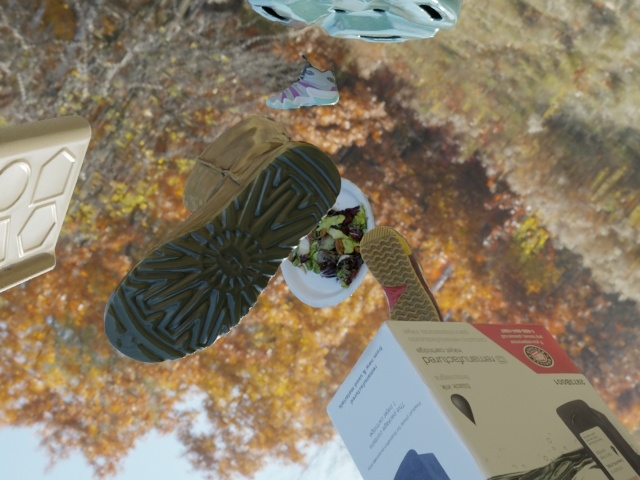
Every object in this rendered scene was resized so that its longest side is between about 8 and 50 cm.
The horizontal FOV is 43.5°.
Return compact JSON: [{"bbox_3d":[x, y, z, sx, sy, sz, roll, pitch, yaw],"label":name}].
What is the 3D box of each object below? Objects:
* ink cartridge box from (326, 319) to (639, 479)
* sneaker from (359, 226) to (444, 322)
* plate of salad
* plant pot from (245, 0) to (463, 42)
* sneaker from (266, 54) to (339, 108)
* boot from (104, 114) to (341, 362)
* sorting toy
[{"bbox_3d":[0.137,0.171,0.533,0.171,0.100,0.237,5,-142,-36],"label":"ink cartridge box"},{"bbox_3d":[0.111,0.069,0.979,0.084,0.069,0.186,0,-110,-69],"label":"sneaker"},{"bbox_3d":[0.000,0.000,1.206,0.048,0.200,0.200,12,-156,-46],"label":"plate of salad"},{"bbox_3d":[0.053,-0.424,0.923,0.340,0.334,0.341,8,-179,0],"label":"plant pot"},{"bbox_3d":[-0.026,-0.213,1.075,0.098,0.069,0.038,-6,-171,0],"label":"sneaker"},{"bbox_3d":[-0.099,-0.016,0.743,0.089,0.236,0.269,52,175,-19],"label":"boot"},{"bbox_3d":[-0.355,-0.041,0.939,0.038,0.208,0.193,24,-160,11],"label":"sorting toy"}]
